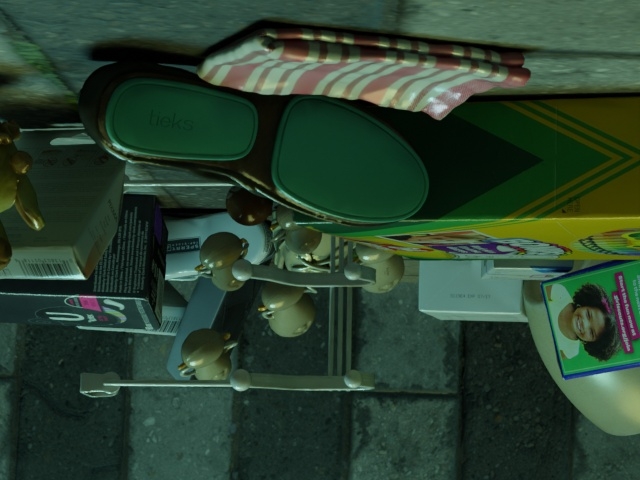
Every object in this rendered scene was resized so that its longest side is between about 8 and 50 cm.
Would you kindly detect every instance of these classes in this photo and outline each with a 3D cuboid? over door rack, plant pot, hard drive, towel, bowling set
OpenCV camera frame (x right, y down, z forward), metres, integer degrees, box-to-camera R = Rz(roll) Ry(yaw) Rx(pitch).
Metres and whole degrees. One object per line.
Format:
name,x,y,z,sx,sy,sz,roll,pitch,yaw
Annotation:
over door rack,-0.105,0.040,1.749,0.324,0.239,0.108,-3,168,18
plant pot,0.369,0.076,2.167,0.191,0.284,0.284,35,163,-19
hard drive,-0.140,0.088,2.481,0.054,0.254,0.172,24,-179,13
towel,0.026,-0.114,1.172,0.197,0.029,0.144,4,174,-19
bowling set,-0.066,0.014,1.877,0.287,0.200,0.154,-32,164,-5

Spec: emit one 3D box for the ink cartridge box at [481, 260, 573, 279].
ink cartridge box,0.227,0.014,1.898,0.089,0.052,0.122,1,174,-1

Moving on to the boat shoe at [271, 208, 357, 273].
boat shoe,0.000,0.000,2.164,0.109,0.098,0.302,3,175,-14

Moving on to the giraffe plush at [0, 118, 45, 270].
giraffe plush,-0.298,-0.040,1.360,0.181,0.210,0.170,32,156,-25

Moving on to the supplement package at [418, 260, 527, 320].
supplement package,0.215,0.038,2.319,0.139,0.133,0.244,1,175,10

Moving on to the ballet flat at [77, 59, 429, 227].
ballet flat,-0.051,-0.082,1.278,0.280,0.095,0.096,17,-175,-28

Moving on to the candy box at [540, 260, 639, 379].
candy box,0.435,0.046,1.785,0.268,0.122,0.317,-12,175,-33

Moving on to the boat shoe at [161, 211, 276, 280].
boat shoe,-0.205,0.007,2.379,0.301,0.108,0.102,-6,173,15

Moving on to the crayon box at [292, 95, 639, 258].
crayon box,0.184,-0.043,1.488,0.313,0.106,0.363,1,175,20

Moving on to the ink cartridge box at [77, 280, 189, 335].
ink cartridge box,-0.318,0.050,2.473,0.189,0.066,0.232,7,-156,-44

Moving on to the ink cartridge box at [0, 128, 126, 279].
ink cartridge box,-0.242,-0.034,1.535,0.145,0.045,0.179,0,-144,23

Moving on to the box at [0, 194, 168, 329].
box,-0.343,0.026,2.230,0.270,0.143,0.165,3,163,2
